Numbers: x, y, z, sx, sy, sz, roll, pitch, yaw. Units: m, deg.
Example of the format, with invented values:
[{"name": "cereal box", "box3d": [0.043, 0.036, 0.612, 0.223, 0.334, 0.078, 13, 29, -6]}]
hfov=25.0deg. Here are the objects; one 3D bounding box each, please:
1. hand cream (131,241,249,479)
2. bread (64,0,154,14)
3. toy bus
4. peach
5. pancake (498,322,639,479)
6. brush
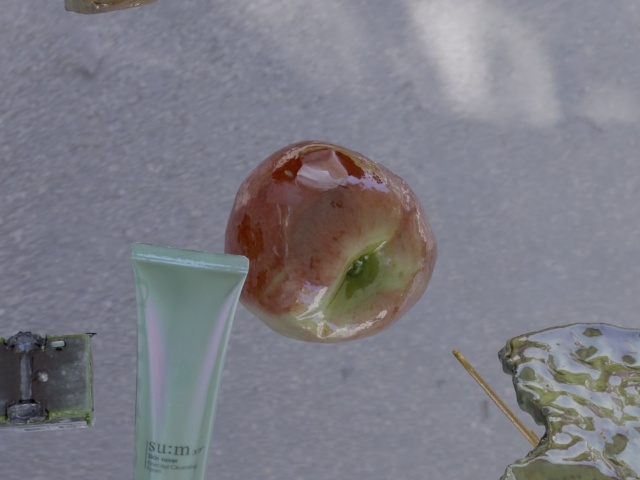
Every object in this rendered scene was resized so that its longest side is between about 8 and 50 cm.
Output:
[{"name": "hand cream", "box3d": [-0.096, 0.102, 0.971, 0.078, 0.050, 0.205, 8, 107, 3]}, {"name": "bread", "box3d": [-0.205, -0.369, 1.568, 0.149, 0.274, 0.274, 9, 77, -9]}, {"name": "toy bus", "box3d": [-0.406, 0.171, 1.662, 0.302, 0.139, 0.113, -3, 74, -2]}, {"name": "peach", "box3d": [0.000, 0.000, 1.611, 0.232, 0.257, 0.232, -8, 112, -19]}, {"name": "pancake", "box3d": [0.150, 0.116, 0.584, 0.212, 0.029, 0.235, 29, 37, 14]}, {"name": "brush", "box3d": [0.226, 0.208, 1.639, 0.013, 0.103, 0.272, -42, 121, 1]}]
